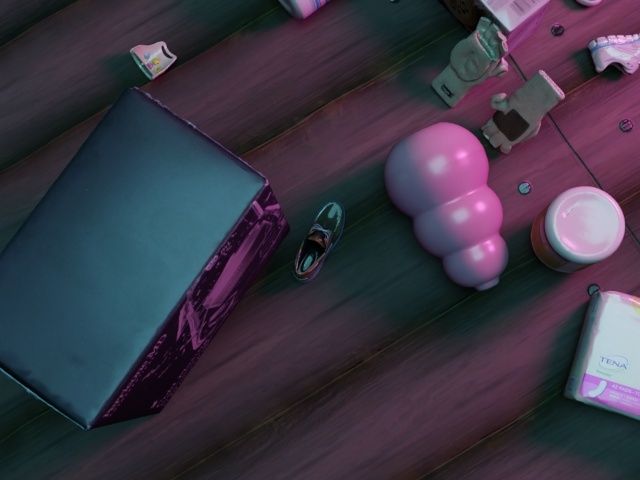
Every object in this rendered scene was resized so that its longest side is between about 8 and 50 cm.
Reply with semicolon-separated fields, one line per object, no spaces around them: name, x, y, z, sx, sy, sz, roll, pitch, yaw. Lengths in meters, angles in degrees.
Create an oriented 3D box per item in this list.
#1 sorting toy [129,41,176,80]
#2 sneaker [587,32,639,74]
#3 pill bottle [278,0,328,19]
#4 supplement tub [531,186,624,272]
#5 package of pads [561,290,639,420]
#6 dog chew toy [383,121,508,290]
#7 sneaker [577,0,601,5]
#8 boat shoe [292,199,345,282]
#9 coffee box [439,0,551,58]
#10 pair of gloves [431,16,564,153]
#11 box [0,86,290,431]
sorting toy;-0.353;-0.390;1.798;0.075;0.045;0.083;-37;80;-11
sneaker;0.656;-0.386;1.731;0.191;0.071;0.082;-8;87;10
pill bottle;0.019;-0.595;1.756;0.264;0.146;0.146;-37;81;-4
supplement tub;0.486;-0.016;1.606;0.145;0.199;0.144;0;81;3
package of pads;0.643;0.238;1.606;0.297;0.101;0.229;17;82;5
dog chew toy;0.260;-0.059;1.634;0.207;0.206;0.331;-25;88;-1
sneaker;0.561;-0.647;1.733;0.105;0.147;0.295;0;82;1
boat shoe;0.000;0.000;1.698;0.066;0.066;0.183;22;83;6
coffee box;0.319;-0.534;1.718;0.119;0.168;0.297;-39;80;-4
pair of gloves;0.356;-0.305;1.680;0.240;0.204;0.042;45;50;11
box;-0.316;0.052;1.504;0.297;0.472;0.479;34;85;8
